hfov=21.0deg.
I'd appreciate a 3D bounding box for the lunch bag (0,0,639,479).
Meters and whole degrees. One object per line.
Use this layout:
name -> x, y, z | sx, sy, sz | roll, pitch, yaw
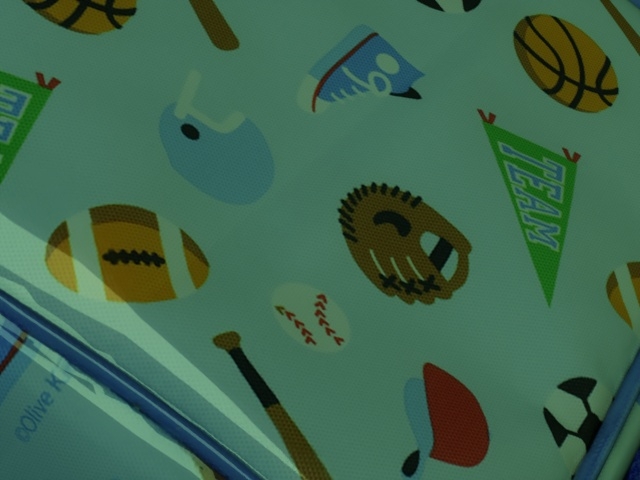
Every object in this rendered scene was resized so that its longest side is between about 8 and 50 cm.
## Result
lunch bag -> 0.000, 0.000, 0.511 | 0.243, 0.115, 0.303 | 37, 43, 3
